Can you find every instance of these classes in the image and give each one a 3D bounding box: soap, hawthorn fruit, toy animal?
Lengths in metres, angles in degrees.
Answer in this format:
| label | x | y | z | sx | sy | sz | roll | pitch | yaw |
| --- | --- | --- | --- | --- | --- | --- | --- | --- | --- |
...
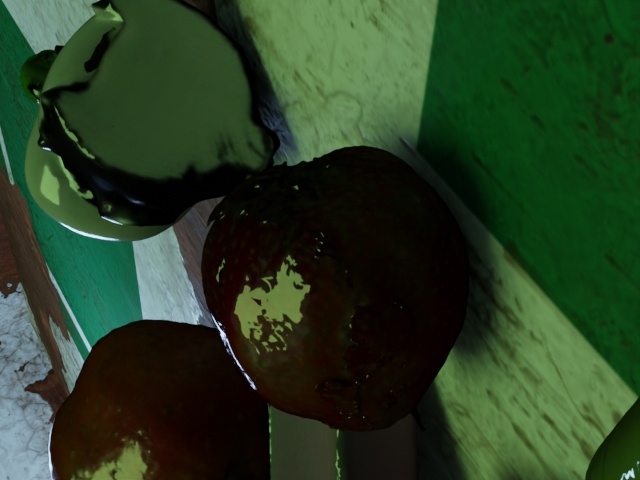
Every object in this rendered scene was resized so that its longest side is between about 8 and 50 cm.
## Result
| label | x | y | z | sx | sy | sz | roll | pitch | yaw |
| --- | --- | --- | --- | --- | --- | --- | --- | --- | --- |
| soap | 0.017 | 0.216 | 0.898 | 0.181 | 0.081 | 0.259 | 168 | 100 | -70 |
| hawthorn fruit | -0.149 | 0.243 | 1.200 | 0.330 | 0.287 | 0.287 | 21 | 130 | 54 |
| toy animal | -0.177 | -0.109 | 0.993 | 0.267 | 0.212 | 0.212 | -15 | 97 | 62 |
| hawthorn fruit | 0.024 | 0.052 | 0.727 | 0.235 | 0.181 | 0.181 | 62 | 162 | -21 |

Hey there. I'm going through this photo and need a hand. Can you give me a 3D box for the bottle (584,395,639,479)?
| label | x | y | z | sx | sy | sz | roll | pitch | yaw |
| --- | --- | --- | --- | --- | --- | --- | --- | --- | --- |
| bottle | 0.188 | 0.070 | 0.409 | 0.112 | 0.112 | 0.260 | 57 | 156 | 27 |
